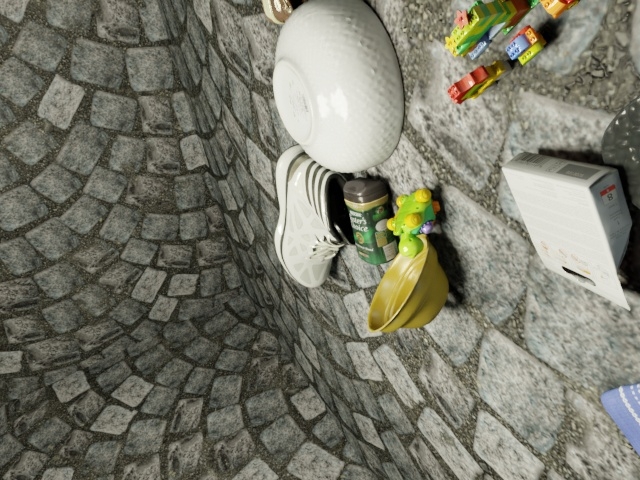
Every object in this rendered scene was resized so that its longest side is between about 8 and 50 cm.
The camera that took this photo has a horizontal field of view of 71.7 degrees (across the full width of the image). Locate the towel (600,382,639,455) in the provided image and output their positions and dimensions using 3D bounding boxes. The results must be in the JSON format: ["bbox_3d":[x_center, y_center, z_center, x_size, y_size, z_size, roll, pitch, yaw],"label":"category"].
[{"bbox_3d":[0.484,0.236,0.447,0.243,0.040,0.336,60,156,19],"label":"towel"}]

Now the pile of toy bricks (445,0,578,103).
[{"bbox_3d":[0.192,-0.250,0.500,0.118,0.105,0.212,63,159,8],"label":"pile of toy bricks"}]

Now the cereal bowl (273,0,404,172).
[{"bbox_3d":[0.004,-0.286,0.866,0.339,0.141,0.338,51,154,36],"label":"cereal bowl"}]

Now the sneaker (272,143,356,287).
[{"bbox_3d":[-0.001,0.000,1.146,0.257,0.169,0.447,46,150,45],"label":"sneaker"}]

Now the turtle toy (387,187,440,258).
[{"bbox_3d":[0.170,-0.032,0.803,0.066,0.130,0.095,26,170,-15],"label":"turtle toy"}]

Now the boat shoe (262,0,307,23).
[{"bbox_3d":[-0.075,-0.556,0.849,0.095,0.095,0.257,26,144,39],"label":"boat shoe"}]

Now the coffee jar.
[{"bbox_3d":[0.109,-0.045,0.961,0.096,0.079,0.184,27,137,59],"label":"coffee jar"}]

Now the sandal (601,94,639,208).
[{"bbox_3d":[0.360,-0.136,0.261,0.167,0.107,0.446,61,171,7],"label":"sandal"}]

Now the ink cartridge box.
[{"bbox_3d":[0.311,-0.017,0.541,0.179,0.045,0.145,54,179,-23],"label":"ink cartridge box"}]

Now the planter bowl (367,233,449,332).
[{"bbox_3d":[0.184,0.101,0.861,0.090,0.217,0.217,29,157,-5],"label":"planter bowl"}]
